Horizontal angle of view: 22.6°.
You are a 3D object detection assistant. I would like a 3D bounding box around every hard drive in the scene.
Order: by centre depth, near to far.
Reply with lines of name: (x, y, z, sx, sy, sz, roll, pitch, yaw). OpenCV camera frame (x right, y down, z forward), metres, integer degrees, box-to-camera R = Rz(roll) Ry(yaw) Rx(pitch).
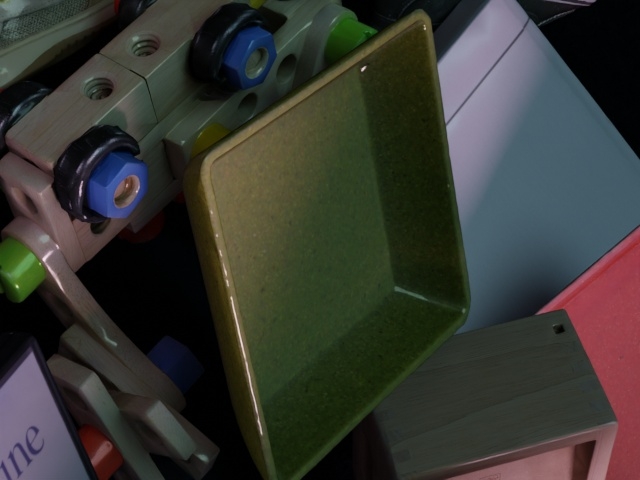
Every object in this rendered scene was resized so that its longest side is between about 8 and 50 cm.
hard drive: (0.158, 0.030, 1.108, 0.353, 0.047, 0.233, 49, 63, -19)

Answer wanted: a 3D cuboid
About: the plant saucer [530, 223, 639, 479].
plant saucer: (0.194, 0.146, 1.048, 0.259, 0.048, 0.258, -40, 107, -2)

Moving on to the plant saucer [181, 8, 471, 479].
plant saucer: (0.000, 0.000, 0.813, 0.188, 0.045, 0.188, -38, 128, -42)

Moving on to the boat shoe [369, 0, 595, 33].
boat shoe: (0.120, -0.177, 1.181, 0.219, 0.078, 0.070, -5, 119, -40)

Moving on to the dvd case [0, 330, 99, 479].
dvd case: (-0.141, 0.193, 0.734, 0.180, 0.022, 0.253, -54, 136, -44)

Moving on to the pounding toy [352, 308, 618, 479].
pounding toy: (0.051, 0.142, 0.939, 0.206, 0.181, 0.094, -13, 53, -9)

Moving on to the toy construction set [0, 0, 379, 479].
toy construction set: (-0.073, -0.027, 0.876, 0.215, 0.151, 0.327, 80, 32, -52)

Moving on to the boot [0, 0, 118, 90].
boot: (-0.186, -0.167, 0.874, 0.165, 0.077, 0.213, 56, 45, -9)
